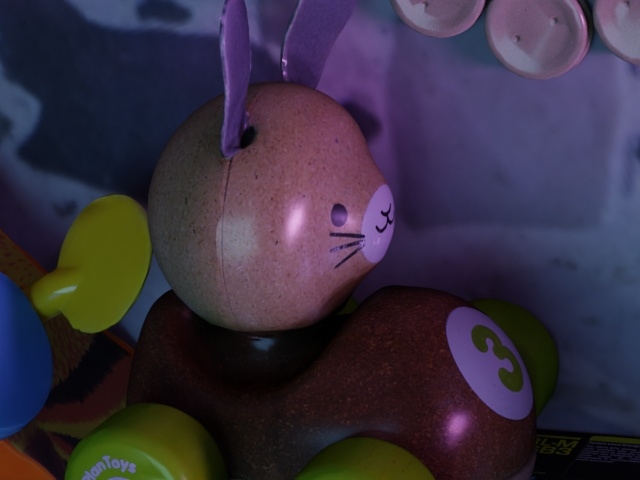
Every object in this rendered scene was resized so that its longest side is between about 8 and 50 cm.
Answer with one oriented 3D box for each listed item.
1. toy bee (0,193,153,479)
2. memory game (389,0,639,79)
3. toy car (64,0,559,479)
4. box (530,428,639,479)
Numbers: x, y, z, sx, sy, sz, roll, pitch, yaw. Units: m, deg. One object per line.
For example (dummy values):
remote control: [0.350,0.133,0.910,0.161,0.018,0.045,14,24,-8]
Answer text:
toy bee: [-0.149,0.015,0.695,0.195,0.162,0.298,-10,135,21]
memory game: [0.075,-0.139,0.573,0.186,0.012,0.186,10,119,19]
toy car: [0.000,0.000,0.600,0.149,0.155,0.188,6,111,22]
box: [0.088,0.118,0.595,0.190,0.184,0.045,1,106,24]
